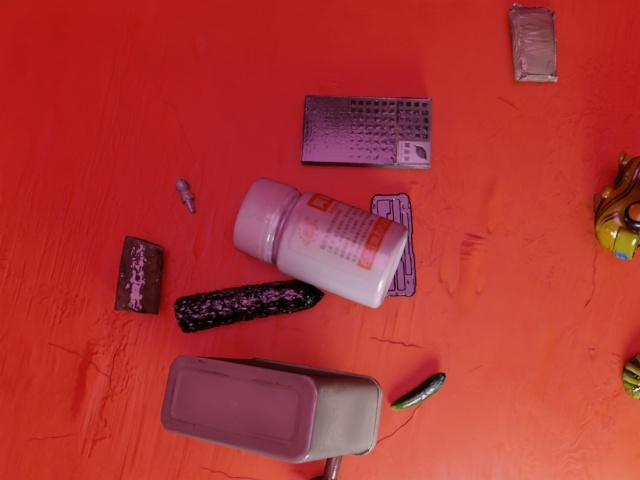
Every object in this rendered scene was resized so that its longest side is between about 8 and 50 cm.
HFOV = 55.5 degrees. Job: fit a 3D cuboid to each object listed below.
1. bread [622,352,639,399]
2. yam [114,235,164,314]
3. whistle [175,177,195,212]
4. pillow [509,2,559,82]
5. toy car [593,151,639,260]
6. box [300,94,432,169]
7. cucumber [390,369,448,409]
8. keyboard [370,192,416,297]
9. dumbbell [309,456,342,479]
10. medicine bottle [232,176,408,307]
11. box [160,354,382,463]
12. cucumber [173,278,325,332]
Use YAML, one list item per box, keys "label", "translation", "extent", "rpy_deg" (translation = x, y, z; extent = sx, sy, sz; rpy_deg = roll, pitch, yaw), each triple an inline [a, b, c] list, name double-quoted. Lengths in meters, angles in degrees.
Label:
- label: "bread"
  translation: [0.777, 0.316, 1.409]
  extent: [0.139, 0.071, 0.129]
  rpy_deg: [10, 87, 5]
- label: "yam"
  translation: [-0.446, 0.084, 1.507]
  extent: [0.108, 0.107, 0.193]
  rpy_deg: [3, 81, 4]
- label: "whistle"
  translation: [-0.346, -0.118, 1.563]
  extent: [0.035, 0.035, 0.100]
  rpy_deg: [-24, 83, 0]
- label: "pillow"
  translation: [0.543, -0.502, 1.548]
  extent: [0.119, 0.053, 0.208]
  rpy_deg: [0, 82, 0]
- label: "toy car"
  translation: [0.713, -0.086, 1.420]
  extent: [0.142, 0.200, 0.247]
  rpy_deg: [24, 82, 29]
- label: "box"
  translation: [0.117, -0.277, 1.549]
  extent: [0.325, 0.047, 0.180]
  rpy_deg: [3, 83, 5]
- label: "cucumber"
  translation: [0.243, 0.363, 1.454]
  extent: [0.168, 0.039, 0.039]
  rpy_deg: [-33, 81, 2]
- label: "keyboard"
  translation: [0.183, 0.011, 1.518]
  extent: [0.106, 0.016, 0.262]
  rpy_deg: [-3, 82, 4]
- label: "dumbbell"
  translation: [0.035, 0.502, 1.425]
  extent: [0.082, 0.092, 0.230]
  rpy_deg: [10, 83, 33]
- label: "medicine bottle"
  translation: [0.000, 0.000, 1.431]
  extent: [0.372, 0.211, 0.210]
  rpy_deg: [21, 84, 11]
- label: "box"
  translation: [-0.092, 0.343, 1.278]
  extent: [0.352, 0.344, 0.177]
  rpy_deg: [4, 78, 25]
- label: "cucumber"
  translation: [-0.169, 0.152, 1.483]
  extent: [0.360, 0.096, 0.096]
  rpy_deg: [-10, 81, 4]
